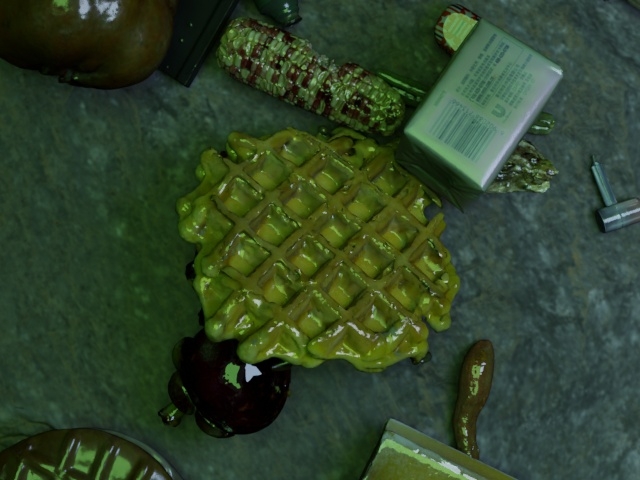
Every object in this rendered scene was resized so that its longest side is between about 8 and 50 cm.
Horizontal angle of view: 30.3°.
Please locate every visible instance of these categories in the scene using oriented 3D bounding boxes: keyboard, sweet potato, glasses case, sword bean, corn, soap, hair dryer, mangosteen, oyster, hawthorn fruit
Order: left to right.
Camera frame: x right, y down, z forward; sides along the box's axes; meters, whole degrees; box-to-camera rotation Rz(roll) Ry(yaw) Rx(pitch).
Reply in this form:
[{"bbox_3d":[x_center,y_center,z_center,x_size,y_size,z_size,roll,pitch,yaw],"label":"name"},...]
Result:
[{"bbox_3d":[-0.325,-0.363,1.625,0.267,0.268,0.301,10,86,3],"label":"hawthorn fruit"},{"bbox_3d":[-0.148,-0.371,1.693,0.101,0.018,0.310,35,106,12],"label":"keyboard"},{"bbox_3d":[-0.130,0.184,1.630,0.184,0.172,0.173,10,85,22],"label":"mangosteen"},{"bbox_3d":[-0.010,-0.231,1.681,0.289,0.098,0.098,23,86,9],"label":"corn"},{"bbox_3d":[0.178,0.382,1.621,0.274,0.089,0.174,25,100,3],"label":"soap"},{"bbox_3d":[0.207,-0.196,1.709,0.269,0.038,0.043,15,111,3],"label":"sword bean"},{"bbox_3d":[0.213,0.245,1.668,0.050,0.050,0.214,7,89,3],"label":"sweet potato"},{"bbox_3d":[0.206,-0.163,1.580,0.138,0.182,0.199,34,84,5],"label":"soap"},{"bbox_3d":[0.249,-0.263,1.705,0.194,0.049,0.073,36,90,4],"label":"glasses case"},{"bbox_3d":[0.254,-0.115,1.691,0.165,0.053,0.108,0,84,3],"label":"oyster"},{"bbox_3d":[0.415,-0.072,1.694,0.063,0.037,0.114,-19,78,-2],"label":"hair dryer"}]

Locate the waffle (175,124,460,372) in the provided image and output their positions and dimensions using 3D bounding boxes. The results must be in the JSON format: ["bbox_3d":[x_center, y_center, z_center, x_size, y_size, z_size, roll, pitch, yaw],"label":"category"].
[{"bbox_3d":[0.000,0.000,1.607,0.382,0.095,0.380,-3,62,-16],"label":"waffle"}]

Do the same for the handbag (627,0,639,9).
[{"bbox_3d":[0.551,-0.396,1.675,0.182,0.117,0.270,40,88,18],"label":"handbag"}]

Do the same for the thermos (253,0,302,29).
[{"bbox_3d":[-0.083,-0.395,1.723,0.073,0.083,0.188,-30,86,24],"label":"thermos"}]

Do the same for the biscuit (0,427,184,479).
[{"bbox_3d":[-0.364,0.403,1.639,0.366,0.115,0.268,-32,85,-2],"label":"biscuit"}]
